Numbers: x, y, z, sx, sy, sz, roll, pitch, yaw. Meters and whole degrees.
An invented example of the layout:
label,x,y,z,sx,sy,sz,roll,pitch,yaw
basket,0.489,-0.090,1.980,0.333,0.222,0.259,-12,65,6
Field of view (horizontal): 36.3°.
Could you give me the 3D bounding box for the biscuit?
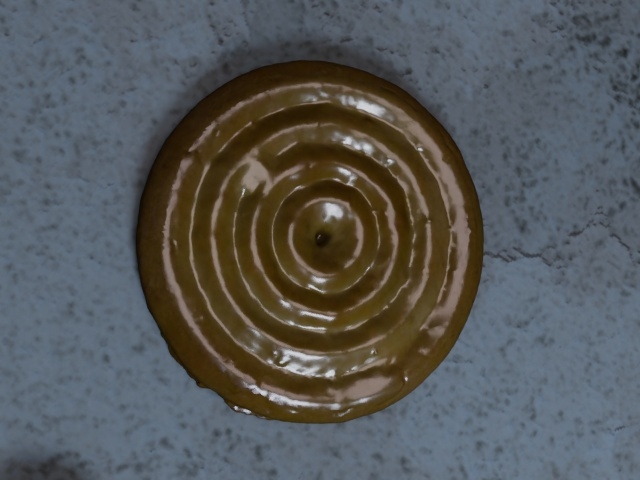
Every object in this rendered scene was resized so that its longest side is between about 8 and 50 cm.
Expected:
label,x,y,z,sx,sy,sz,roll,pitch,yaw
biscuit,0.000,0.000,0.685,0.261,0.037,0.262,1,86,-18
